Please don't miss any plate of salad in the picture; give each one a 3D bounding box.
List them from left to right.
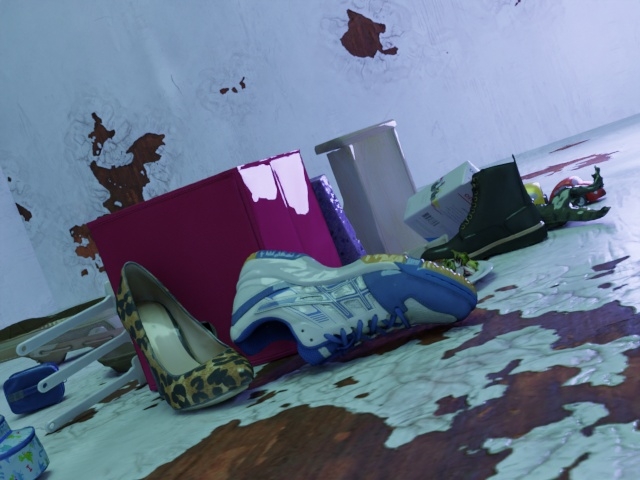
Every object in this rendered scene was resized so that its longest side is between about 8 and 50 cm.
[{"bbox_3d":[0.139,0.055,1.129,0.200,0.048,0.200,-20,5,2],"label":"plate of salad"}]

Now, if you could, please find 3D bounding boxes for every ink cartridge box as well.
[{"bbox_3d":[0.239,-0.060,1.365,0.181,0.104,0.061,-33,28,44],"label":"ink cartridge box"}]

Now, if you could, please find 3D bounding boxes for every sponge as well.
[{"bbox_3d":[0.000,0.000,1.343,0.117,0.210,0.031,-19,20,28],"label":"sponge"}]

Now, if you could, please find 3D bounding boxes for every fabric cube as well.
[{"bbox_3d":[-0.135,0.036,1.211,0.254,0.258,0.259,-17,6,22],"label":"fabric cube"}]

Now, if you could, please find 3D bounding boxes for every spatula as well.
[{"bbox_3d":[-0.317,0.155,1.188,0.019,0.168,0.242,4,25,43],"label":"spatula"}]

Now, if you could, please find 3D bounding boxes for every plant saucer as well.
[{"bbox_3d":[-0.264,0.169,1.478,0.278,0.041,0.278,-21,6,2],"label":"plant saucer"}]

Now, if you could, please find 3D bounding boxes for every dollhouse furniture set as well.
[{"bbox_3d":[-0.010,-0.047,1.615,0.394,0.256,0.362,-15,7,43],"label":"dollhouse furniture set"}]

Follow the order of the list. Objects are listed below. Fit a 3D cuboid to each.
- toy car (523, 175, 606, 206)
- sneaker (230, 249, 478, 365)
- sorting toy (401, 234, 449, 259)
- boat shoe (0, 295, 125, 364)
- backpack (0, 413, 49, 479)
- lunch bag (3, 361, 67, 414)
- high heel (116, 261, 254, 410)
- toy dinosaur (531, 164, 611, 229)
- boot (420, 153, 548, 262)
[{"bbox_3d":[0.361,-0.062,1.485,0.225,0.053,0.239,-21,5,-16],"label":"toy car"},{"bbox_3d":[0.033,0.092,0.958,0.297,0.112,0.131,0,58,26],"label":"sneaker"},{"bbox_3d":[0.167,0.030,1.354,0.083,0.044,0.075,-22,-2,-22],"label":"sorting toy"},{"bbox_3d":[-0.602,0.229,1.830,0.341,0.110,0.122,-18,16,-12],"label":"boat shoe"},{"bbox_3d":[-0.362,0.240,0.890,0.114,0.084,0.105,-17,7,-1],"label":"backpack"},{"bbox_3d":[-0.468,0.244,1.356,0.099,0.067,0.065,-20,5,-11],"label":"lunch bag"},{"bbox_3d":[-0.174,0.106,1.000,0.093,0.186,0.261,-23,6,-33],"label":"high heel"},{"bbox_3d":[0.389,-0.057,1.299,0.118,0.064,0.268,-38,13,-24],"label":"toy dinosaur"},{"bbox_3d":[0.232,-0.039,1.268,0.198,0.137,0.077,-20,5,11],"label":"boot"}]
